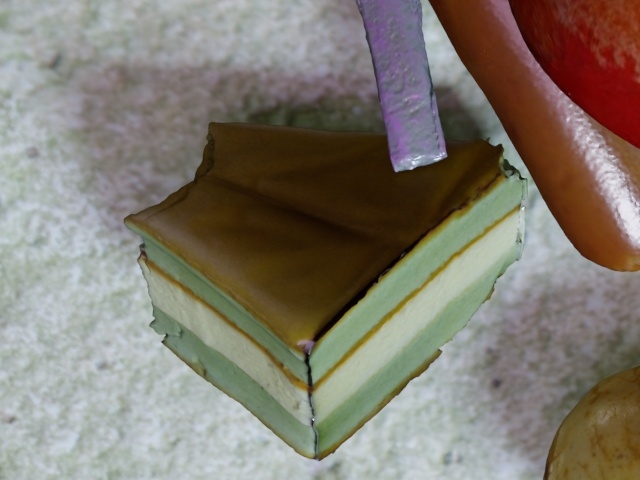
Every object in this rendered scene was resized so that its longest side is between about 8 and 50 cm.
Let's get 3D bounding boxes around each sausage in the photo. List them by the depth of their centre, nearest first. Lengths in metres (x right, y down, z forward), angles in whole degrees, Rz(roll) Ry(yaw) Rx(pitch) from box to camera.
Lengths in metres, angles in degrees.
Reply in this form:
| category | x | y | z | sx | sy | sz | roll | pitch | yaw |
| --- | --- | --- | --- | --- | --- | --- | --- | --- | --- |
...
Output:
| category | x | y | z | sx | sy | sz | roll | pitch | yaw |
| --- | --- | --- | --- | --- | --- | --- | --- | --- | --- |
| sausage | 0.162 | -0.104 | 1.271 | 0.089 | 0.083 | 0.300 | -14 | 117 | 50 |

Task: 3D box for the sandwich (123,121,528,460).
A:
| category | x | y | z | sx | sy | sz | roll | pitch | yaw |
| --- | --- | --- | --- | --- | --- | --- | --- | --- | --- |
| sandwich | 0.000 | 0.000 | 1.320 | 0.198 | 0.227 | 0.155 | 35 | 149 | 28 |

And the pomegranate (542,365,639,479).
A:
| category | x | y | z | sx | sy | sz | roll | pitch | yaw |
| --- | --- | --- | --- | --- | --- | --- | --- | --- | --- |
| pomegranate | 0.278 | 0.199 | 1.322 | 0.248 | 0.248 | 0.248 | 4 | 116 | 8 |

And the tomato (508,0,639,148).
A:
| category | x | y | z | sx | sy | sz | roll | pitch | yaw |
| --- | --- | --- | --- | --- | --- | --- | --- | --- | --- |
| tomato | 0.256 | -0.189 | 1.082 | 0.290 | 0.325 | 0.293 | 13 | 120 | 2 |

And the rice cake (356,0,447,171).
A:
| category | x | y | z | sx | sy | sz | roll | pitch | yaw |
| --- | --- | --- | --- | --- | --- | --- | --- | --- | --- |
| rice cake | 0.047 | -0.149 | 1.255 | 0.047 | 0.036 | 0.206 | -11 | 84 | -1 |
